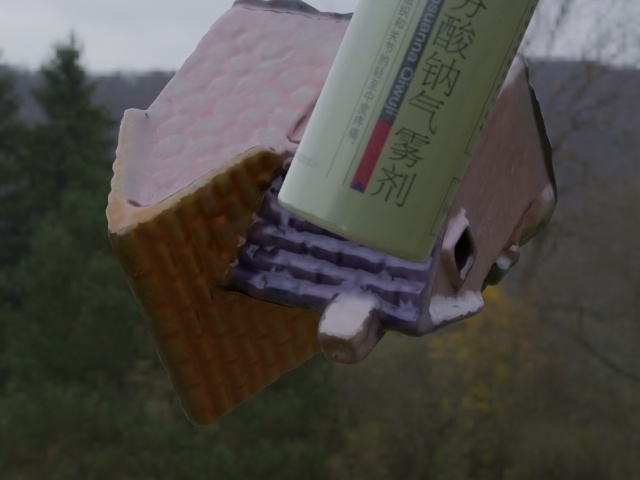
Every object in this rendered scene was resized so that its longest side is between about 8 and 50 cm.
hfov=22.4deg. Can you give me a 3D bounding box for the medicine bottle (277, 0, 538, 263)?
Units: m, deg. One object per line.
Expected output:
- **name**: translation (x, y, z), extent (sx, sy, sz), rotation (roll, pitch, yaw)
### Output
- **medicine bottle**: translation (0.055, -0.108, 0.560), extent (0.059, 0.231, 0.059), rotation (22, 4, -2)

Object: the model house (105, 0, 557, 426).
- **model house**: translation (0.000, 0.000, 1.044), extent (0.237, 0.202, 0.237), rotation (16, 50, 25)
